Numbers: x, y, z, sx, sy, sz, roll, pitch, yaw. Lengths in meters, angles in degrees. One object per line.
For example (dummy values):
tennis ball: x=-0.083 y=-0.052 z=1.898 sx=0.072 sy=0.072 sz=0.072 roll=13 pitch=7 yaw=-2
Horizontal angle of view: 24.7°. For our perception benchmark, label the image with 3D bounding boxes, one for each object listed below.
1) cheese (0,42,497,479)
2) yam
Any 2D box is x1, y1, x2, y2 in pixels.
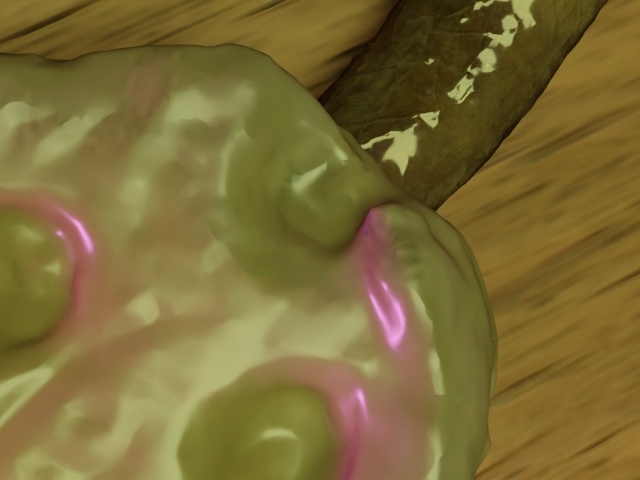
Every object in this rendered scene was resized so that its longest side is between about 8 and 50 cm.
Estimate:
cheese: x=-0.103 y=0.061 z=0.518 sx=0.318 sy=0.115 sz=0.326 roll=-39 pitch=89 yaw=-1
yam: x=0.000 y=0.000 z=0.619 sx=0.081 sy=0.081 sz=0.357 roll=38 pitch=86 yaw=-18
